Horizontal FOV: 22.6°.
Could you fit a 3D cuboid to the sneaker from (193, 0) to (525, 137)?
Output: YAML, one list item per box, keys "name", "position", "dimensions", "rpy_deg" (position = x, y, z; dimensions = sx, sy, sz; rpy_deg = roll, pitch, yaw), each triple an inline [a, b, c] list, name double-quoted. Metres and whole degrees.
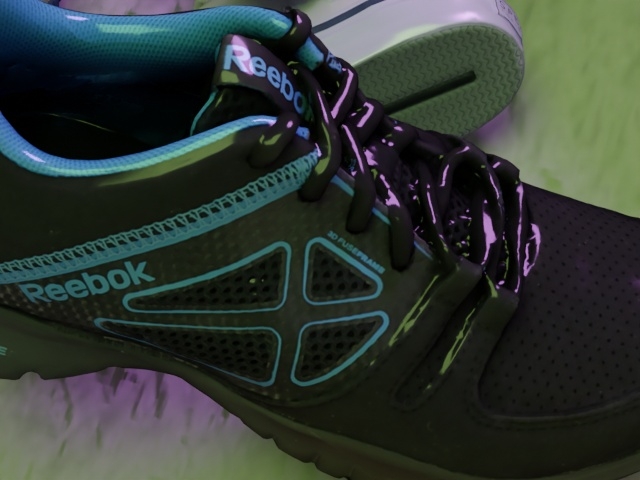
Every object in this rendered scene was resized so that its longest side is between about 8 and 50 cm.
- name: "sneaker"
  position: [-0.044, -0.057, 0.678]
  dimensions: [0.258, 0.094, 0.091]
  rpy_deg: [-17, 44, -1]

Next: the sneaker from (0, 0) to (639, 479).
- name: "sneaker"
  position: [0.000, 0.000, 0.558]
  dimensions: [0.341, 0.140, 0.125]
  rpy_deg: [10, 50, -10]

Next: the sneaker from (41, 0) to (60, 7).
- name: "sneaker"
  position: [-0.208, -0.062, 0.681]
  dimensions: [0.112, 0.131, 0.296]
  rpy_deg: [11, 69, 14]
